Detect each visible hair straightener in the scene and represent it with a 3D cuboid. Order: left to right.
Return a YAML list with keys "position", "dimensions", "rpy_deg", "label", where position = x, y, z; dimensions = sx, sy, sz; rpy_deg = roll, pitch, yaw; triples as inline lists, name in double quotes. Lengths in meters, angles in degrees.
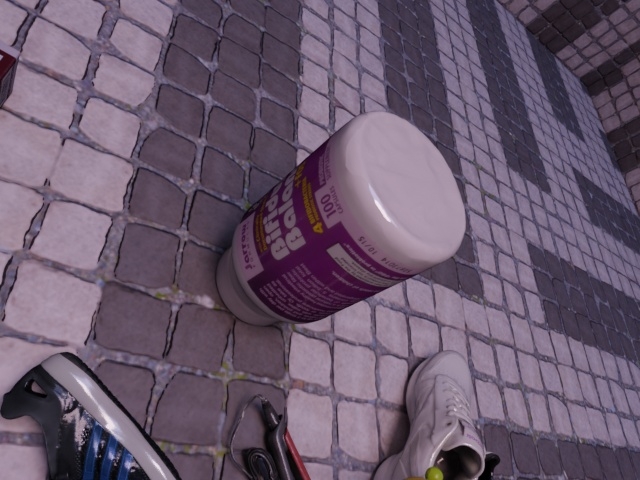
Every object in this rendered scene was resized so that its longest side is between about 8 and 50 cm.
- position: [-0.040, 0.289, 0.529]
  dimensions: [0.089, 0.047, 0.231]
  rpy_deg: [-18, 84, -45]
  label: "hair straightener"

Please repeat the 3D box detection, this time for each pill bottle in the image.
- position: [0.000, 0.000, 0.552]
  dimensions: [0.169, 0.301, 0.170]
  rpy_deg: [22, 53, -32]
  label: "pill bottle"

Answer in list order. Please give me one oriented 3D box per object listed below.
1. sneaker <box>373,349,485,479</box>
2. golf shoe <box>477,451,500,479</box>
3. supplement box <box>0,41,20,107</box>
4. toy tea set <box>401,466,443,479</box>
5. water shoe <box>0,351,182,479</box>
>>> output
- position: [0.185, 0.273, 0.666]
  dimensions: [0.114, 0.152, 0.305]
  rpy_deg: [43, 44, -7]
  label: "sneaker"
- position: [0.213, 0.388, 0.673]
  dimensions: [0.067, 0.086, 0.186]
  rpy_deg: [40, 47, -19]
  label: "golf shoe"
- position: [-0.402, -0.117, 0.432]
  dimensions: [0.130, 0.073, 0.240]
  rpy_deg: [28, 50, -26]
  label: "supplement box"
- position: [0.027, 0.335, 0.412]
  dimensions: [0.336, 0.200, 0.124]
  rpy_deg: [-39, 104, -23]
  label: "toy tea set"
- position: [-0.205, 0.201, 0.438]
  dimensions: [0.080, 0.073, 0.203]
  rpy_deg: [-40, 91, -25]
  label: "water shoe"
